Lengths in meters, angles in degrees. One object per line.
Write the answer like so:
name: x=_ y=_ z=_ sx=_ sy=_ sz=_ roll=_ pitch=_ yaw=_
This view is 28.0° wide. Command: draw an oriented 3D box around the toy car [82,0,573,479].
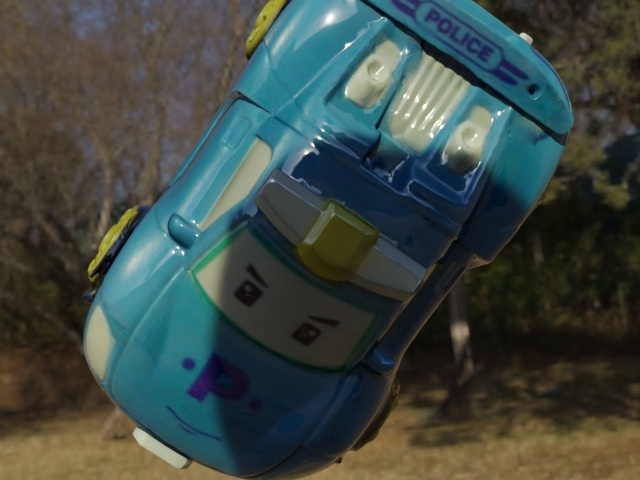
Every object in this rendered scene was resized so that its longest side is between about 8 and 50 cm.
toy car: x=0.000 y=0.000 z=0.703 sx=0.198 sy=0.314 sz=0.166 roll=35 pitch=4 yaw=-7
